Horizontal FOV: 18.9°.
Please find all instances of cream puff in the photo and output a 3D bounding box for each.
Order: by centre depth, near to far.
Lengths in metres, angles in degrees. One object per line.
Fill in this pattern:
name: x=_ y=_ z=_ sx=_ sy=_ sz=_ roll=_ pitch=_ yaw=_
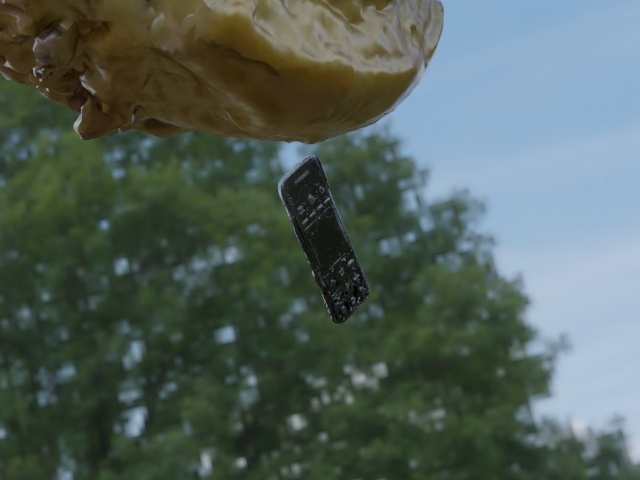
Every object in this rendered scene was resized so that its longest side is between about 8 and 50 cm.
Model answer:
cream puff: x=-0.086 y=-0.198 z=0.885 sx=0.231 sy=0.343 sz=0.327 roll=-17 pitch=12 yaw=34

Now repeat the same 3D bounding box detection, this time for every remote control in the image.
remote control: x=0.000 y=0.000 z=1.098 sx=0.014 sy=0.096 sz=0.039 roll=-5 pitch=27 yaw=39
